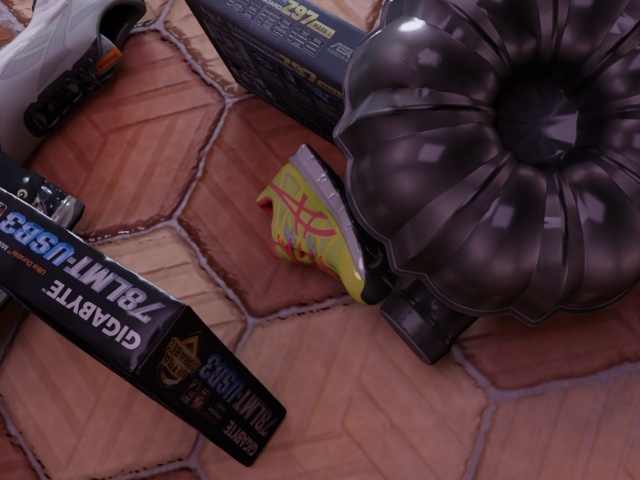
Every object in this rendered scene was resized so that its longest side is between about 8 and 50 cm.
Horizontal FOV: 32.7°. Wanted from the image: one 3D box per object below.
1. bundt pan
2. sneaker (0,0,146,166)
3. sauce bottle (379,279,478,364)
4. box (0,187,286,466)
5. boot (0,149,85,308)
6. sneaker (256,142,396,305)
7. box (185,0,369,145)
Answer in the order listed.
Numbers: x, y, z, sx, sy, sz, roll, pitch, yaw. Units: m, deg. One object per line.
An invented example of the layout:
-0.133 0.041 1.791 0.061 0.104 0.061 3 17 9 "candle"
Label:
0.178 -0.095 0.870 0.331 0.124 0.330 0 86 -2 "bundt pan"
-0.288 -0.185 1.196 0.108 0.100 0.271 23 75 17 "sneaker"
0.201 -0.028 0.979 0.344 0.111 0.111 -42 63 -6 "sauce bottle"
-0.193 0.062 0.952 0.293 0.295 0.073 29 76 24 "box"
-0.379 -0.002 1.105 0.178 0.085 0.236 42 75 -8 "boot"
0.000 0.000 1.041 0.094 0.081 0.208 -37 43 7 "sneaker"
-0.014 -0.169 1.061 0.233 0.183 0.059 34 80 26 "box"
